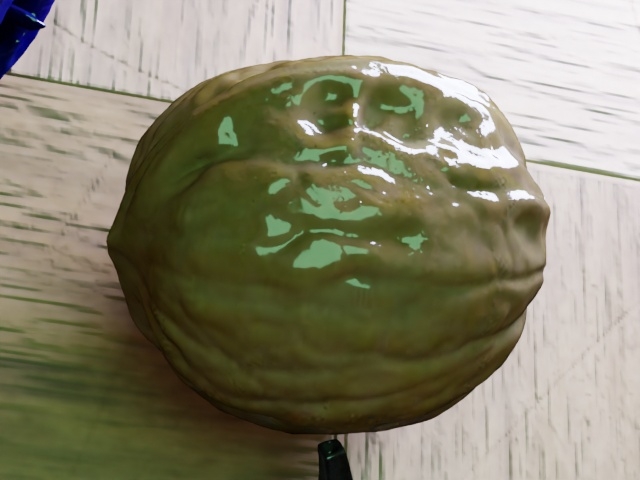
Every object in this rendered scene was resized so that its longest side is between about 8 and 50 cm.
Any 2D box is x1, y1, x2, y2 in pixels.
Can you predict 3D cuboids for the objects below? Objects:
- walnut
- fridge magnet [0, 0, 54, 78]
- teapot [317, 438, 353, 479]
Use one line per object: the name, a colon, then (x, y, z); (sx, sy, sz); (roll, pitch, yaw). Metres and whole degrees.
walnut: (0.000, 0.000, 0.864); (0.213, 0.213, 0.213); (7, 66, -16)
fridge magnet: (-0.241, -0.167, 0.844); (0.265, 0.112, 0.265); (-7, 107, -24)
teapot: (0.028, 0.182, 0.843); (0.087, 0.096, 0.177); (-14, 74, -24)
